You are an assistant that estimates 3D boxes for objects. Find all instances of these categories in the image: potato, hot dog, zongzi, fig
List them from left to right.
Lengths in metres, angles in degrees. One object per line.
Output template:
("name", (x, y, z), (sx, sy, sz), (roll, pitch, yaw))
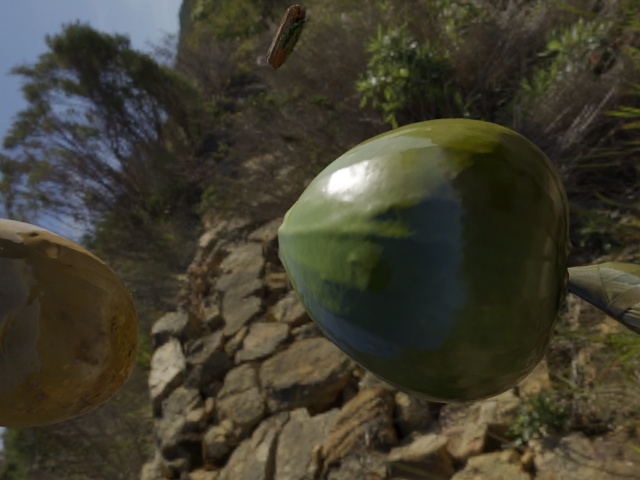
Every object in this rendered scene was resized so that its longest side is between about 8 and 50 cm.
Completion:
("potato", (-0.260, 0.065, 0.587), (0.146, 0.234, 0.150), (104, -179, -55))
("hot dog", (-0.057, -0.359, 1.335), (0.056, 0.041, 0.133), (-37, -20, -53))
("fig", (0.100, 0.017, 0.792), (0.316, 0.317, 0.315), (177, 90, -87))
("zongzi", (0.561, 0.125, 1.347), (0.260, 0.289, 0.122), (-77, -9, -66))
